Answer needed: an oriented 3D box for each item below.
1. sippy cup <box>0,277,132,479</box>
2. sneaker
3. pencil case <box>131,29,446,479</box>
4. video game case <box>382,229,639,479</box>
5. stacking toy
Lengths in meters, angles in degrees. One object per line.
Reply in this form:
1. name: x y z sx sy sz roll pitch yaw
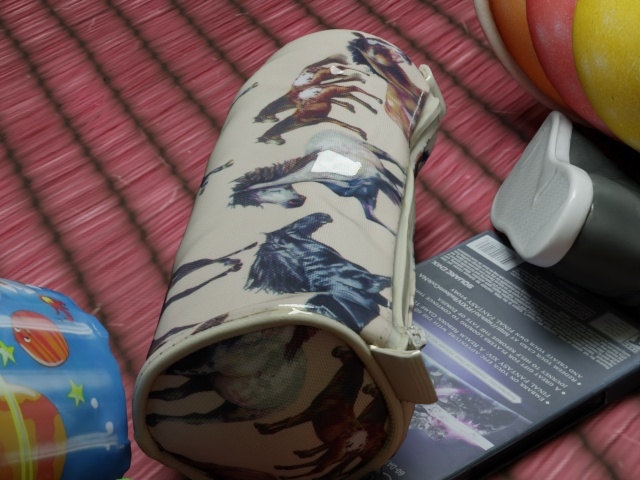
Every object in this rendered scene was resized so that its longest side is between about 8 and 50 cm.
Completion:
1. sippy cup: -0.239 0.110 0.789 0.224 0.240 0.305 1 48 -52
2. sneaker: 0.225 -0.014 1.098 0.147 0.104 0.296 28 15 -6
3. pencil case: 0.000 0.000 0.968 0.183 0.160 0.410 -4 33 11
4. video game case: 0.088 0.089 1.001 0.274 0.026 0.196 -25 41 -29
5. stacking toy: 0.293 -0.156 1.034 0.350 0.350 0.480 1 29 3
